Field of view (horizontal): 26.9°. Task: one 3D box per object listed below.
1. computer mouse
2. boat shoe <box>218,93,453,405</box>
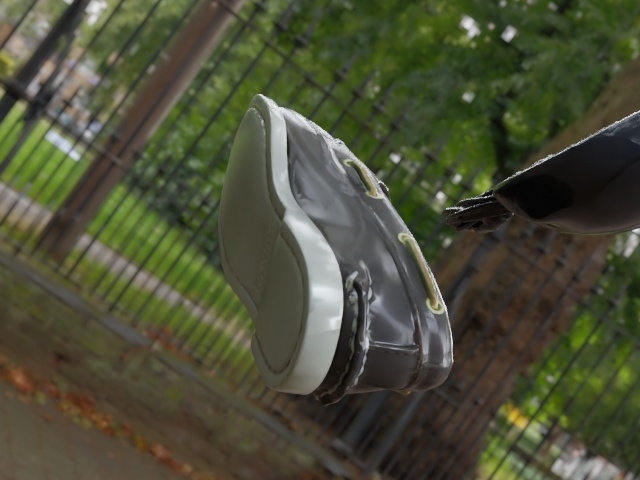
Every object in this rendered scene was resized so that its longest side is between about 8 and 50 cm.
[{"bbox_3d":[0.103,-0.017,0.587,0.041,0.071,0.242,62,-8,0],"label":"computer mouse"},{"bbox_3d":[0.000,0.000,0.606,0.068,0.081,0.228,10,25,-16],"label":"boat shoe"}]
